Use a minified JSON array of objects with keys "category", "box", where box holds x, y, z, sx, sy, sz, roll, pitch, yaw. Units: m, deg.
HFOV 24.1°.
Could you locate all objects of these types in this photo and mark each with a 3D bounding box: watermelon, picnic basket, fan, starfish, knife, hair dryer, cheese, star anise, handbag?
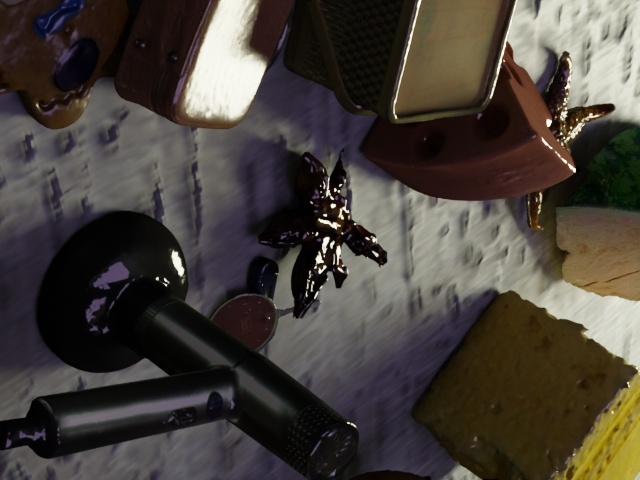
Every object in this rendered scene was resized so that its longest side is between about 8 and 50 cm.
[{"category":"watermelon","box":[0.456,-0.056,1.964,0.292,0.319,0.222,83,10,-60]},{"category":"picnic basket","box":[0.088,-0.249,1.402,0.165,0.139,0.267,-12,124,-45]},{"category":"fan","box":[-0.059,0.082,1.547,0.133,0.005,0.085,-18,129,-19]},{"category":"starfish","box":[0.269,-0.117,1.782,0.238,0.057,0.213,11,99,-53]},{"category":"knife","box":[-0.065,0.070,1.553,0.031,0.018,0.121,-18,128,-45]},{"category":"hair dryer","box":[-0.156,0.085,1.239,0.284,0.320,0.156,20,100,-43]},{"category":"cheese","box":[0.181,-0.122,1.570,0.203,0.177,0.128,-57,144,-2]},{"category":"star anise","box":[-0.004,-0.001,1.540,0.157,0.053,0.212,-49,140,-27]},{"category":"handbag","box":[-0.087,-0.190,1.274,0.151,0.072,0.193,13,99,-66]}]

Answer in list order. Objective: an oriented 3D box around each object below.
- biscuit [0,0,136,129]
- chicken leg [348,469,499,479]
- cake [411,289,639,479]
[{"category":"biscuit","box":[-0.220,-0.192,1.174,0.180,0.039,0.236,-47,140,-14]},{"category":"chicken leg","box":[0.064,0.368,1.774,0.322,0.177,0.083,-49,169,-11]},{"category":"cake","box":[0.297,0.244,1.934,0.227,0.222,0.286,-51,143,-7]}]
